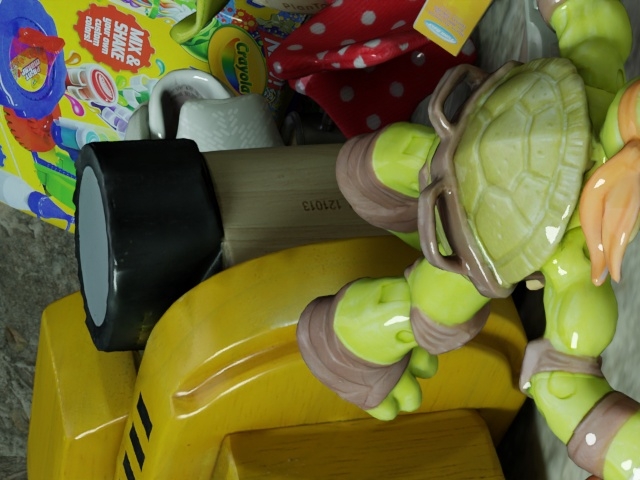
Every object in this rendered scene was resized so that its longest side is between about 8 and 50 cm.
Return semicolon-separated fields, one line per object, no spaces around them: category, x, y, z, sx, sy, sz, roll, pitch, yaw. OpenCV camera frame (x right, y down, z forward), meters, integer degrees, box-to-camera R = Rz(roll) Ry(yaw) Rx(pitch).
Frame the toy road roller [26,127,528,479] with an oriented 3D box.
toy road roller;-0.015;0.111;0.760;0.329;0.202;0.240;109;152;-50

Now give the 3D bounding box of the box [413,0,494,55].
box;0.081;-0.133;0.684;0.081;0.028;0.136;-54;-3;-21

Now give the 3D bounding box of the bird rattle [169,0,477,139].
bird rattle;0.000;-0.179;0.866;0.253;0.143;0.207;26;82;42

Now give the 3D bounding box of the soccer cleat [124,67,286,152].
soccer cleat;-0.075;-0.036;1.007;0.331;0.116;0.143;-167;65;-72

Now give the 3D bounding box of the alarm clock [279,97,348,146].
alarm clock;0.000;0.000;1.082;0.129;0.064;0.192;-159;76;-79

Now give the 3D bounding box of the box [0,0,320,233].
box;-0.138;-0.152;1.200;0.290;0.279;0.177;106;-172;-51

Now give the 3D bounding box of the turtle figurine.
turtle figurine;0.065;-0.001;0.522;0.217;0.087;0.269;-29;59;60

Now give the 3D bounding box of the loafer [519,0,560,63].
loafer;0.096;-0.058;0.650;0.039;0.045;0.125;72;-155;-71
